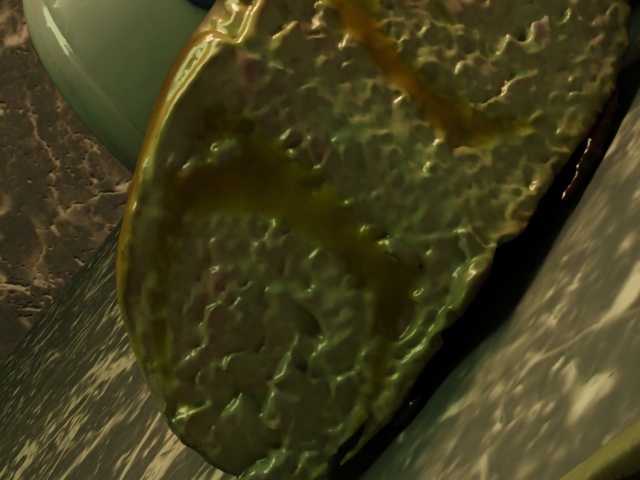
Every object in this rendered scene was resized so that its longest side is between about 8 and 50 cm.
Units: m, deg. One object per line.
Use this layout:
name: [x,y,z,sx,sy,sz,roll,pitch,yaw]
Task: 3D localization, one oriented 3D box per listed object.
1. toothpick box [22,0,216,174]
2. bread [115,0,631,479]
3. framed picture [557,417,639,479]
toothpick box: [0.035,-0.183,0.893,0.354,0.263,0.263,-46,11,22]
bread: [0.003,-0.028,0.743,0.260,0.158,0.156,-54,6,-31]
framed picture: [0.095,0.074,0.310,0.335,0.022,0.247,-45,12,34]
